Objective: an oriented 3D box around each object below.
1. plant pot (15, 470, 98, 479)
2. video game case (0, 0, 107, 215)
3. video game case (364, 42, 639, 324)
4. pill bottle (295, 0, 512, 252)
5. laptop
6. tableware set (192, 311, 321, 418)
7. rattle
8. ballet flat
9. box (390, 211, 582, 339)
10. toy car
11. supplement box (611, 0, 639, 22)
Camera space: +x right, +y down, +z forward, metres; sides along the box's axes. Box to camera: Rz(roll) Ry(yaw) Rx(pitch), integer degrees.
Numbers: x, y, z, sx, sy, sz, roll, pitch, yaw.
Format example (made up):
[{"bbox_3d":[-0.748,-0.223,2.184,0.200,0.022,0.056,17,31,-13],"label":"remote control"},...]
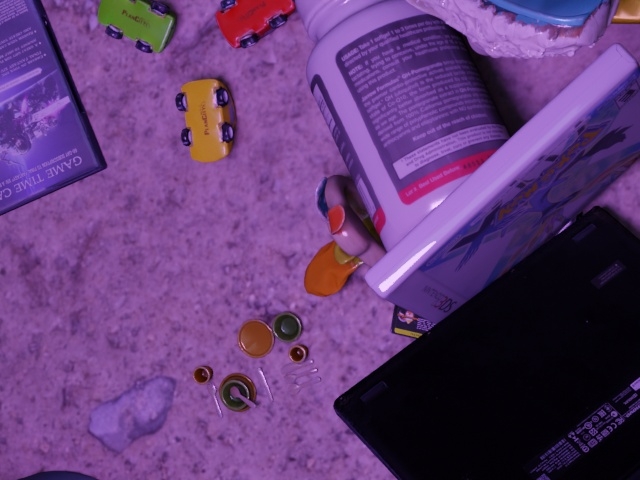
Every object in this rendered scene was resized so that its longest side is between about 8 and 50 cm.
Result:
[{"bbox_3d":[-0.373,0.436,1.989,0.341,0.334,0.341,2,97,18],"label":"plant pot"},{"bbox_3d":[-0.400,-0.181,2.084,0.196,0.026,0.274,-22,90,20],"label":"video game case"},{"bbox_3d":[0.210,-0.042,1.708,0.329,0.300,0.036,-43,72,6],"label":"video game case"},{"bbox_3d":[0.091,-0.154,1.826,0.176,0.176,0.318,-30,73,20],"label":"pill bottle"},{"bbox_3d":[0.292,0.251,1.781,0.382,0.236,0.408,-35,60,-17],"label":"laptop"},{"bbox_3d":[-0.082,0.149,2.019,0.154,0.024,0.104,-21,90,20],"label":"tableware set"},{"bbox_3d":[0.000,0.000,1.878,0.143,0.200,0.130,-19,90,20],"label":"rattle"},{"bbox_3d":[0.152,-0.262,1.661,0.409,0.147,0.147,44,111,43],"label":"ballet flat"},{"bbox_3d":[0.187,0.037,1.903,0.191,0.045,0.184,11,102,17],"label":"box"},{"bbox_3d":[-0.158,-0.236,1.980,0.225,0.053,0.239,28,104,14],"label":"toy car"},{"bbox_3d":[0.393,-0.317,1.709,0.356,0.194,0.195,4,98,18],"label":"supplement box"}]
